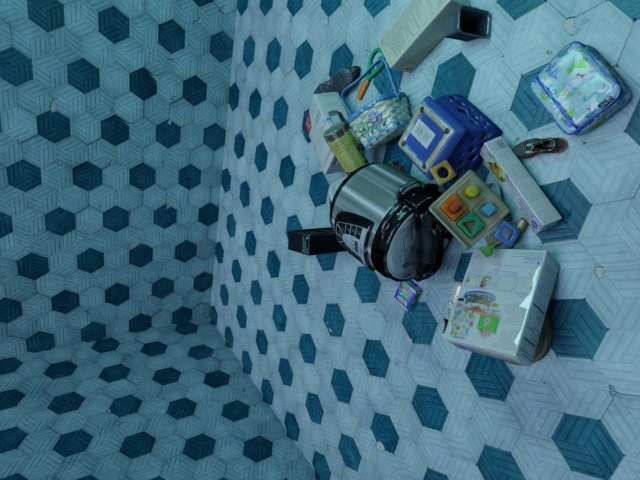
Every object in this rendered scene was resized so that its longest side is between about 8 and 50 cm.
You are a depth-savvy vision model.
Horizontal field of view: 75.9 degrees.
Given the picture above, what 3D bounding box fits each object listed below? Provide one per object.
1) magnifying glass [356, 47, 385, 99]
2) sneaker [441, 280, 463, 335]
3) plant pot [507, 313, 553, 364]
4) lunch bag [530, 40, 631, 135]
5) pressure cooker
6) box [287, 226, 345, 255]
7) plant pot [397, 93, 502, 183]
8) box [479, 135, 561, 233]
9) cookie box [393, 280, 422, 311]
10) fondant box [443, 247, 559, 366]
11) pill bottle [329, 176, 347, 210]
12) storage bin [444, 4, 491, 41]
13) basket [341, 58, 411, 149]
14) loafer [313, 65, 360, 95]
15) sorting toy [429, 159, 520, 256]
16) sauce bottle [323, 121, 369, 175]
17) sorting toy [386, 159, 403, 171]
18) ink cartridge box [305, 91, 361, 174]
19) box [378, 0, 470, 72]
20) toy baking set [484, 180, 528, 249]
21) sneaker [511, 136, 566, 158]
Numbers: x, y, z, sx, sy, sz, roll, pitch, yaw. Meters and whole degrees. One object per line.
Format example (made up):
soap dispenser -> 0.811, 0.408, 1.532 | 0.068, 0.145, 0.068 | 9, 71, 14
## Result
magnifying glass -> 0.217, -0.721, 1.786 | 0.092, 0.026, 0.230 | 58, 135, 31
sneaker -> 0.484, 0.254, 1.494 | 0.080, 0.094, 0.211 | 22, 112, 52
plant pot -> 0.602, 0.292, 1.324 | 0.238, 0.110, 0.236 | 13, 106, 52
lunch bag -> 0.695, -0.405, 1.115 | 0.176, 0.090, 0.218 | -48, 56, 49
pressure cooker -> 0.281, -0.061, 1.499 | 0.420, 0.370, 0.375 | 42, 107, 42
box -> 0.000, 0.000, 1.983 | 0.184, 0.262, 0.103 | 18, 109, 53
plant pot -> 0.418, -0.346, 1.399 | 0.235, 0.212, 0.235 | 58, 138, 31
box -> 0.607, -0.176, 1.263 | 0.063, 0.067, 0.323 | 73, 173, -67
cookie box -> 0.361, 0.224, 1.705 | 0.092, 0.040, 0.107 | 44, 129, 41
fondant box -> 0.549, 0.187, 1.255 | 0.238, 0.096, 0.330 | 2, 60, 54
pill bottle -> 0.121, -0.131, 1.800 | 0.283, 0.162, 0.161 | 84, 160, -59
storage bin -> 0.475, -0.706, 1.345 | 0.091, 0.135, 0.098 | 15, 107, 63
basket -> 0.223, -0.536, 1.647 | 0.255, 0.201, 0.288 | -30, 79, 48
loafer -> 0.080, -0.728, 1.938 | 0.109, 0.095, 0.303 | 56, 151, -13
sorting toy -> 0.465, -0.101, 1.271 | 0.347, 0.196, 0.047 | 47, 175, 4
sauce bottle -> 0.141, -0.333, 1.738 | 0.112, 0.111, 0.344 | 11, 143, 53
sorting toy -> 0.300, -0.305, 1.712 | 0.102, 0.042, 0.061 | 33, 121, 47
ink cartridge box -> 0.050, -0.497, 1.915 | 0.226, 0.131, 0.305 | 121, 130, -62
box -> 0.366, -0.778, 1.485 | 0.311, 0.121, 0.147 | -37, 65, 50
toy baking set -> 0.592, -0.091, 1.348 | 0.196, 0.030, 0.256 | 50, 132, 38
sneaker -> 0.639, -0.281, 1.226 | 0.158, 0.065, 0.061 | -2, 93, 54
